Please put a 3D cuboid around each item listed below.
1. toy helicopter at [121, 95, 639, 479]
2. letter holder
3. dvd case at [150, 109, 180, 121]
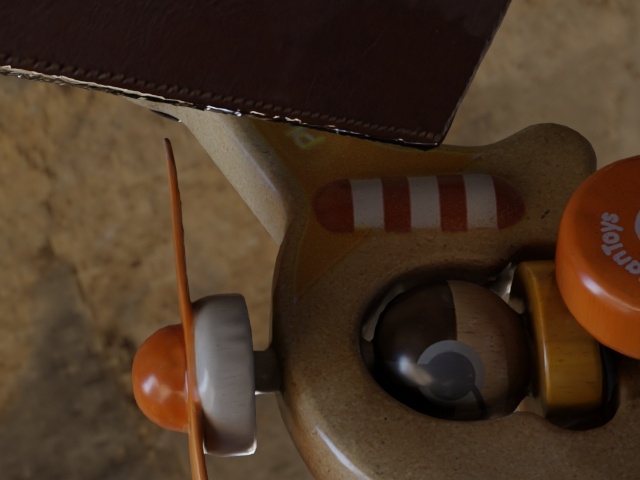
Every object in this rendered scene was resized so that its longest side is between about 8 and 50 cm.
[{"bbox_3d":[0.000,0.000,0.808,0.235,0.355,0.140,-27,-36,-20],"label":"toy helicopter"},{"bbox_3d":[-0.042,-0.165,0.582,0.302,0.152,0.214,5,-64,-59],"label":"letter holder"},{"bbox_3d":[-0.040,-0.191,1.016,0.022,0.180,0.253,22,-83,-13],"label":"dvd case"}]
